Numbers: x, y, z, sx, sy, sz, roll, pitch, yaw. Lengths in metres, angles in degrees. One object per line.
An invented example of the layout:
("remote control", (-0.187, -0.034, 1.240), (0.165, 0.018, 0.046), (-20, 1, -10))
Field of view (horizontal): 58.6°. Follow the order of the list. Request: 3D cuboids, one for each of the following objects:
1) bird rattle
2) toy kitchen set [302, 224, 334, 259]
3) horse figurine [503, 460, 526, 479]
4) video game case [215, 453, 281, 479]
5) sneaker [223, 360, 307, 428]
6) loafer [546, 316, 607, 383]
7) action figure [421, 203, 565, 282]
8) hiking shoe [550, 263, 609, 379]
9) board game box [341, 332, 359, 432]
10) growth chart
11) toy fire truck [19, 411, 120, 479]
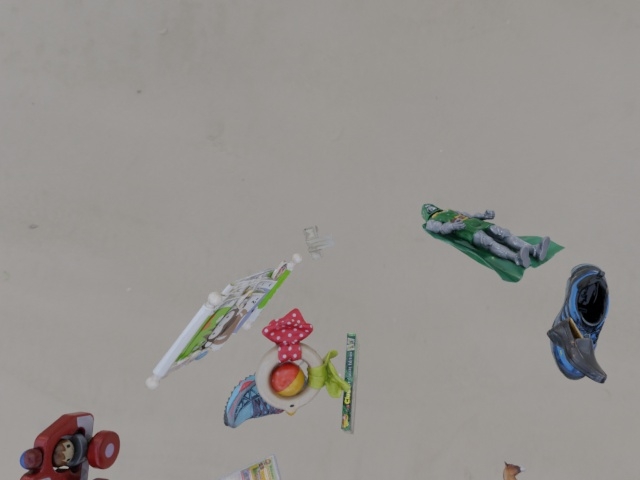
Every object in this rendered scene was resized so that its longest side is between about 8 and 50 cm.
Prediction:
("bird rattle", (-0.058, 0.297, 1.325), (0.207, 0.143, 0.253), (-47, 118, -5))
("toy kitchen set", (0.000, 0.000, 1.501), (0.068, 0.075, 0.083), (-15, 93, 5))
("horse figurine", (0.559, 0.723, 1.479), (0.175, 0.066, 0.263), (-9, 75, 37))
("video game case", (-0.195, 0.737, 1.617), (0.194, 0.212, 0.023), (-24, 127, -2))
("sneaker", (-0.134, 0.400, 1.475), (0.125, 0.262, 0.104), (26, 130, 30))
("loafer", (0.550, 0.230, 1.208), (0.062, 0.170, 0.061), (22, 113, -30))
("action figure", (0.241, -0.014, 0.897), (0.232, 0.137, 0.063), (28, 128, 50))
("hiking shoe", (0.644, 0.211, 1.422), (0.113, 0.132, 0.303), (5, 99, 14))
("board game box", (0.085, 0.403, 1.603), (0.031, 0.136, 0.259), (0, 65, 11))
("growth chart", (-0.122, 0.101, 0.750), (0.021, 0.237, 0.172), (40, 113, 12))
("toy fire truck", (-0.667, 0.604, 1.464), (0.170, 0.254, 0.301), (1, 81, 15))
